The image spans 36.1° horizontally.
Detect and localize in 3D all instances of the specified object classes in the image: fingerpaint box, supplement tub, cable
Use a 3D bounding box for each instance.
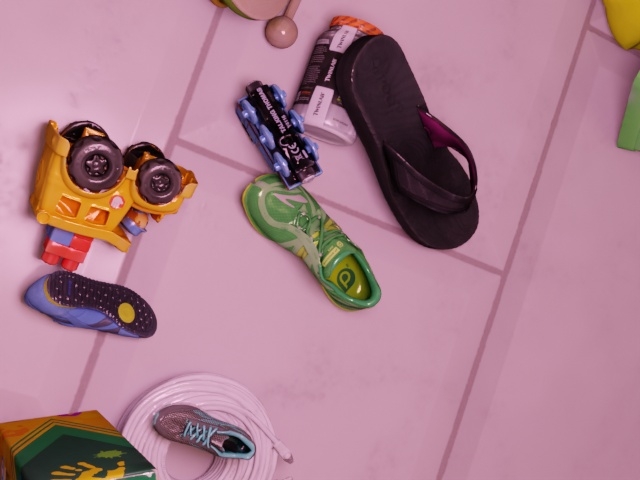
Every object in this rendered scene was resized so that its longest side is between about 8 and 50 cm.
[{"bbox_3d":[-0.333,0.491,1.327,0.163,0.371,0.444,-4,95,-24],"label":"fingerpaint box"},{"bbox_3d":[0.031,-0.258,1.589,0.117,0.117,0.190,21,84,-23],"label":"supplement tub"},{"bbox_3d":[-0.196,0.331,1.535,0.257,0.089,0.257,-31,103,-19],"label":"cable"}]

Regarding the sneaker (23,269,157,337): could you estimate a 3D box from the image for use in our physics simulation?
[{"bbox_3d":[-0.345,0.103,1.479,0.209,0.082,0.069,25,52,-39],"label":"sneaker"}]

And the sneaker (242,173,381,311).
[{"bbox_3d":[0.000,0.000,1.584,0.295,0.123,0.109,44,76,-18],"label":"sneaker"}]

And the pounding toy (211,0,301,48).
[{"bbox_3d":[-0.124,-0.419,1.538,0.237,0.110,0.182,31,67,-51],"label":"pounding toy"}]

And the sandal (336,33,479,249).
[{"bbox_3d":[0.168,-0.135,1.596,0.167,0.107,0.445,-54,131,-22],"label":"sandal"}]

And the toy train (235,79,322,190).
[{"bbox_3d":[-0.065,-0.163,1.535,0.080,0.105,0.184,-30,82,-13],"label":"toy train"}]

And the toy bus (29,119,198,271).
[{"bbox_3d":[-0.318,-0.052,1.442,0.220,0.149,0.211,17,99,-26],"label":"toy bus"}]

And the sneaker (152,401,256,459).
[{"bbox_3d":[-0.165,0.286,1.455,0.167,0.076,0.064,20,83,-22],"label":"sneaker"}]

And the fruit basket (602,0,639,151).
[{"bbox_3d":[0.662,-0.368,1.826,0.392,0.283,0.391,-3,61,6],"label":"fruit basket"}]
